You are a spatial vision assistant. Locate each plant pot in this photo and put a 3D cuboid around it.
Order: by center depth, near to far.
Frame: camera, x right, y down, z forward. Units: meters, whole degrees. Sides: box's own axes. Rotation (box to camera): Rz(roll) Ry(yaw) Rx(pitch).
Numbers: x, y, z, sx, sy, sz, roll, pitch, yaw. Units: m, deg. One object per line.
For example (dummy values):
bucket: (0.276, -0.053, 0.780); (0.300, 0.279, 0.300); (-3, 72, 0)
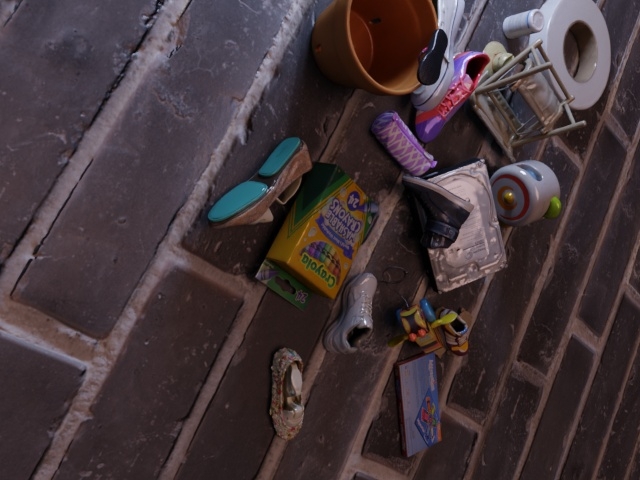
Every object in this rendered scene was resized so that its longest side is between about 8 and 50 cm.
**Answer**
plant pot: (0.114, -0.490, 1.515); (0.291, 0.203, 0.290); (-4, 97, -36)

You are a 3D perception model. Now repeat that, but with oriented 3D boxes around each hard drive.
hard drive: (0.392, -0.041, 1.792); (0.237, 0.064, 0.338); (-19, 107, -11)

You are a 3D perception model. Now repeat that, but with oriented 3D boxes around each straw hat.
straw hat: (0.560, -0.545, 1.924); (0.145, 0.061, 0.144); (-3, 95, -35)

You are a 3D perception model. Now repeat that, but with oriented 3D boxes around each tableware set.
tableware set: (0.396, 0.279, 1.897); (0.141, 0.020, 0.168); (21, 82, -33)

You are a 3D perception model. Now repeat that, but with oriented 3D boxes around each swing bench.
swing bench: (0.614, -0.413, 1.888); (0.253, 0.255, 0.165); (44, 32, -31)

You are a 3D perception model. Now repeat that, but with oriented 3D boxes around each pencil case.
pencil case: (0.225, -0.258, 1.686); (0.206, 0.088, 0.086); (40, 69, -31)

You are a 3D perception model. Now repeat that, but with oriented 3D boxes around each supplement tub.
supplement tub: (0.628, -0.669, 1.935); (0.071, 0.107, 0.071); (-4, 97, -36)

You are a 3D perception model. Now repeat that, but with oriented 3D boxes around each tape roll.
tape roll: (0.853, -0.636, 2.125); (0.392, 0.072, 0.391); (-4, 97, -36)

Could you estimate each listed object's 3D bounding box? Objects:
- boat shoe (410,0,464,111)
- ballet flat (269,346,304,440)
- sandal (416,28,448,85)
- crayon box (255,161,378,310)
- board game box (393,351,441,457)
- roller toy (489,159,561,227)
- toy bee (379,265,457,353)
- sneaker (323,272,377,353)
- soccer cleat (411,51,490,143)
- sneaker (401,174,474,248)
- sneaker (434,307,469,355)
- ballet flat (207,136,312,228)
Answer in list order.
boat shoe: (0.281, -0.536, 1.677); (0.157, 0.136, 0.367); (23, 77, -35)
ballet flat: (-0.076, 0.382, 1.525); (0.091, 0.077, 0.240); (-11, 101, -36)
sandal: (0.259, -0.429, 1.482); (0.067, 0.040, 0.179); (48, 52, -35)
crayon box: (0.000, 0.000, 1.524); (0.203, 0.083, 0.322); (41, 71, -44)
board game box: (0.285, 0.474, 1.826); (0.145, 0.027, 0.281); (-12, 100, -33)
roller toy: (0.613, -0.142, 1.916); (0.146, 0.209, 0.191); (-18, 93, -33)
toy bee: (0.254, 0.234, 1.702); (0.298, 0.162, 0.195); (32, 119, -25)
sneaker: (0.105, 0.195, 1.616); (0.090, 0.115, 0.232); (31, 75, -34)
soccer cleat: (0.364, -0.409, 1.757); (0.108, 0.116, 0.318); (43, 69, -30)
sneaker: (0.288, -0.069, 1.679); (0.226, 0.086, 0.163); (26, 93, -18)
sneaker: (0.401, 0.277, 1.835); (0.069, 0.084, 0.185); (-47, 117, -21)
ballet flat: (-0.123, -0.107, 1.440); (0.316, 0.108, 0.106); (-46, 131, -24)
